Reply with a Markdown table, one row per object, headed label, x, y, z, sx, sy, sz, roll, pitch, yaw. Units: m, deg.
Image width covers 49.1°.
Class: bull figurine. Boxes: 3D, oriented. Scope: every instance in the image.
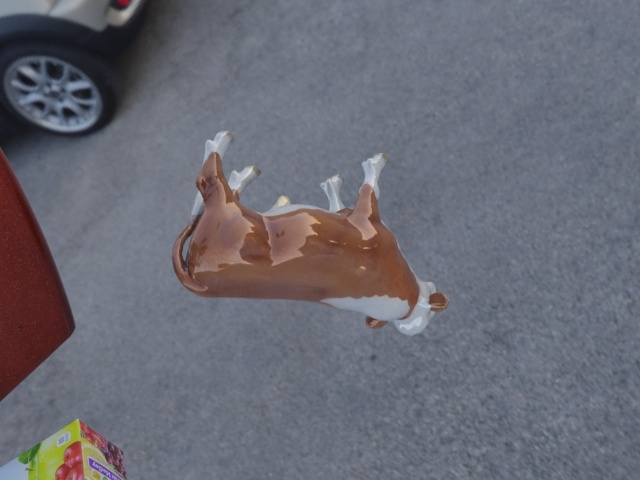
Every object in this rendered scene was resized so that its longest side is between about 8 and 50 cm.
| label | x | y | z | sx | sy | sz | roll | pitch | yaw |
| --- | --- | --- | --- | --- | --- | --- | --- | --- | --- |
| bull figurine | 0.000 | 0.000 | 0.742 | 0.101 | 0.310 | 0.189 | -43 | 46 | 53 |

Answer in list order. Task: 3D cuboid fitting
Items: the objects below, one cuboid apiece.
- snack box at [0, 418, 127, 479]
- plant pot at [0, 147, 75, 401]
| label | x | y | z | sx | sy | sz | roll | pitch | yaw |
| --- | --- | --- | --- | --- | --- | --- | --- | --- | --- |
| snack box | -0.223 | 0.268 | 0.517 | 0.174 | 0.070 | 0.207 | -31 | 41 | 2 |
| plant pot | -0.397 | 0.044 | 0.658 | 0.267 | 0.236 | 0.267 | 14 | 53 | 45 |
